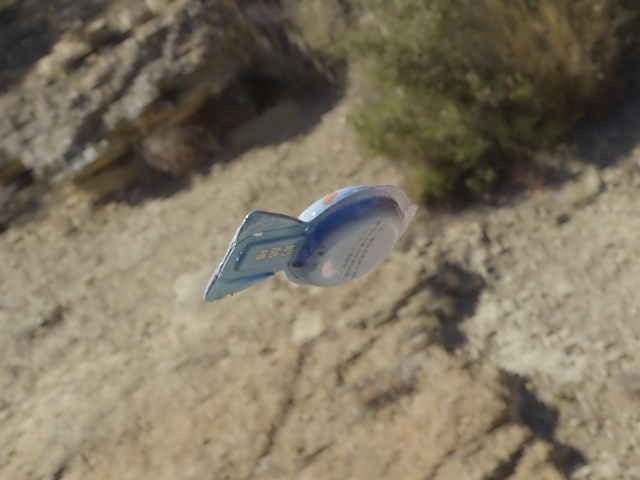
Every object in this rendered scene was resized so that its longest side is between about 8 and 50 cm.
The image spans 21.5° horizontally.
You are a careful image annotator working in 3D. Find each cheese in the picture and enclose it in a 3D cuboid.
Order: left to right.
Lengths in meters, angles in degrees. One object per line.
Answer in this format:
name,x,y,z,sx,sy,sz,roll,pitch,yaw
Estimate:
cheese,0.000,0.000,1.623,0.244,0.135,0.052,-10,50,-42
